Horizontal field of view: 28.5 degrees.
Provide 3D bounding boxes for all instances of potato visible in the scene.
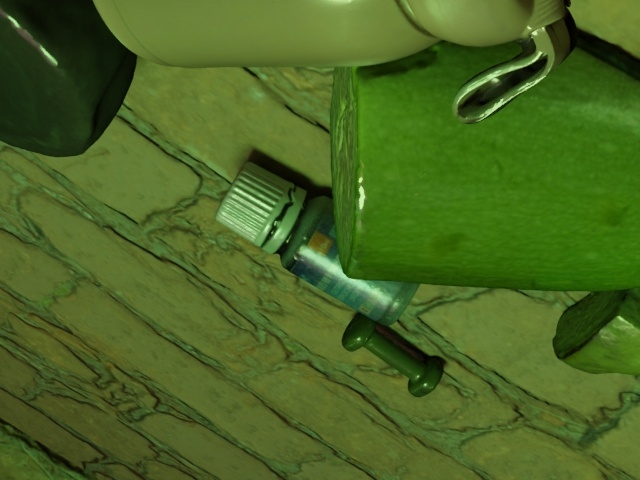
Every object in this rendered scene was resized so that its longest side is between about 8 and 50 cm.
[{"bbox_3d":[0.284,0.100,1.128,0.120,0.081,0.149,33,152,-4],"label":"potato"}]

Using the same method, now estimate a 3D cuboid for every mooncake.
[{"bbox_3d":[-0.268,-0.189,1.079,0.245,0.133,0.245,22,152,12],"label":"mooncake"}]

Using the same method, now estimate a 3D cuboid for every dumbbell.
[{"bbox_3d":[0.080,0.126,1.392,0.118,0.046,0.052,35,146,-14],"label":"dumbbell"}]

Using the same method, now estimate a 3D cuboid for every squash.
[{"bbox_3d":[0.170,-0.069,0.969,0.309,0.210,0.233,-2,149,-4],"label":"squash"}]

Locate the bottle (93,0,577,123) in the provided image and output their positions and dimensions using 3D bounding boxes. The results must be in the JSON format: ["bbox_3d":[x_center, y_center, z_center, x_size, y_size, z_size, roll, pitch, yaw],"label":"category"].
[{"bbox_3d":[0.012,-0.179,0.795,0.297,0.173,0.206,5,116,33],"label":"bottle"}]

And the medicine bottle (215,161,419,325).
[{"bbox_3d":[0.000,0.000,1.214,0.203,0.083,0.083,31,152,-2],"label":"medicine bottle"}]
